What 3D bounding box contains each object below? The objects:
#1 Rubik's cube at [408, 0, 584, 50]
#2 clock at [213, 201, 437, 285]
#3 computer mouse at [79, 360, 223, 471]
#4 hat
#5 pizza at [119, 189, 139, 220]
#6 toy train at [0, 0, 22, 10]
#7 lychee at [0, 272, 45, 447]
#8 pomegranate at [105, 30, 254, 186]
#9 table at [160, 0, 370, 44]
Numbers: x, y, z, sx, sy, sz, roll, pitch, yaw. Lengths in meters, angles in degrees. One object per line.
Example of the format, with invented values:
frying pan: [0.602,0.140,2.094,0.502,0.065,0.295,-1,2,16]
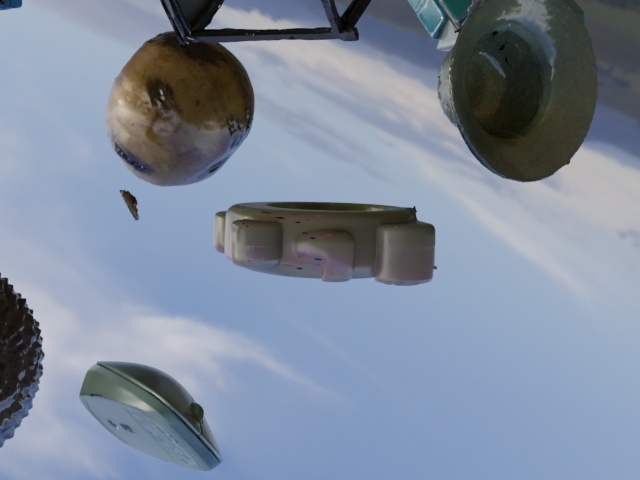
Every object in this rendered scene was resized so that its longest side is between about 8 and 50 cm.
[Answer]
Rubik's cube: [0.254,-0.349,1.608,0.224,0.265,0.213,1,-133,-34]
clock: [0.000,0.000,1.704,0.309,0.114,0.284,1,-173,-14]
computer mouse: [-0.231,0.233,1.548,0.288,0.097,0.159,0,133,51]
hat: [0.230,-0.204,1.458,0.257,0.257,0.130,16,174,-34]
pizza: [-0.409,-0.090,2.375,0.078,0.025,0.083,-118,4,-45]
toy train: [-0.671,-0.458,1.865,0.265,0.188,0.300,13,-158,43]
lychee: [-0.648,0.203,1.776,0.380,0.432,0.380,22,-122,-42]
pomegranate: [-0.276,-0.254,2.167,0.322,0.322,0.322,25,-164,-8]
table: [-0.036,-0.439,1.428,0.272,0.222,0.335,5,-133,29]
